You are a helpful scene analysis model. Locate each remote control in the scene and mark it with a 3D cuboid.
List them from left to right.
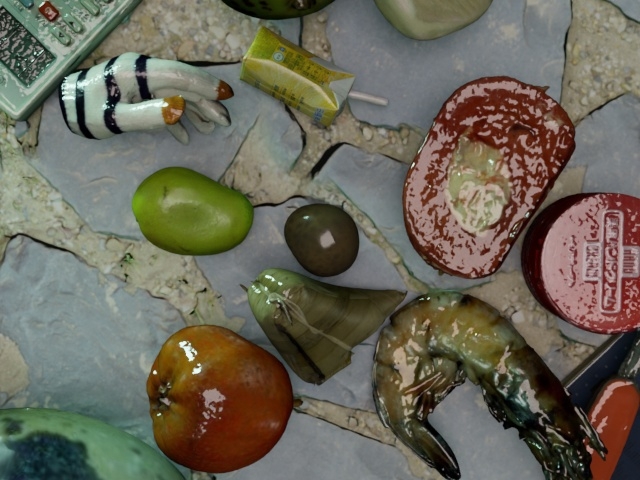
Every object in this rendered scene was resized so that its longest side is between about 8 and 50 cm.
[{"bbox_3d":[-0.346,-0.330,1.181,0.145,0.050,0.344,44,93,-3],"label":"remote control"}]

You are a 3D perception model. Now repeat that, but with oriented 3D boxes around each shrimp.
[{"bbox_3d":[0.219,0.239,1.188,0.233,0.071,0.365,-39,79,8],"label":"shrimp"}]

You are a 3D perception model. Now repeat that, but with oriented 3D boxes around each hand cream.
[{"bbox_3d":[0.376,0.027,1.174,0.193,0.125,0.193,0,95,-1],"label":"hand cream"}]

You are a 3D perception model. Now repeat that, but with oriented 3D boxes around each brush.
[{"bbox_3d":[0.392,0.268,1.205,0.070,0.051,0.323,25,97,5],"label":"brush"}]

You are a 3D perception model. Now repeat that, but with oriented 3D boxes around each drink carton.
[{"bbox_3d":[-0.008,-0.209,1.178,0.200,0.084,0.074,28,70,-1],"label":"drink carton"}]

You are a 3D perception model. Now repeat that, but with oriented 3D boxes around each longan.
[{"bbox_3d":[0.000,0.000,1.187,0.113,0.092,0.113,17,133,20],"label":"longan"}]

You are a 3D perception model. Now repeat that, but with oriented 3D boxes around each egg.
[{"bbox_3d":[-0.351,0.388,1.082,0.428,0.345,0.345,13,94,-9],"label":"egg"}]

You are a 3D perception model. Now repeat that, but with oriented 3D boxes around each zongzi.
[{"bbox_3d":[0.014,0.082,1.166,0.197,0.099,0.194,-37,134,-5],"label":"zongzi"}]

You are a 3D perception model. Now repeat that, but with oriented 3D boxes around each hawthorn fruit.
[{"bbox_3d":[-0.119,0.218,1.171,0.225,0.196,0.197,10,94,-30],"label":"hawthorn fruit"}]

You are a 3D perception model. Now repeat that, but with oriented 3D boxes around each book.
[{"bbox_3d":[0.464,0.278,1.241,0.191,0.025,0.269,-43,93,2],"label":"book"}]

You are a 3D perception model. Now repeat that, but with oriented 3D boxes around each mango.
[{"bbox_3d":[-0.178,-0.034,1.182,0.163,0.089,0.117,25,93,-3],"label":"mango"}]

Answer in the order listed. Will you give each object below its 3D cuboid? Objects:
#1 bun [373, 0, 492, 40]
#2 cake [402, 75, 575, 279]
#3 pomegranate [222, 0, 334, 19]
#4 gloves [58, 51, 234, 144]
[{"bbox_3d":[0.138,-0.377,1.134,0.210,0.116,0.237,13,88,-32],"label":"bun"},{"bbox_3d":[0.214,-0.085,1.157,0.177,0.151,0.283,32,93,10],"label":"cake"},{"bbox_3d":[-0.059,-0.402,1.113,0.211,0.211,0.263,-19,67,1],"label":"pomegranate"},{"bbox_3d":[-0.226,-0.195,1.149,0.218,0.140,0.131,-14,85,8],"label":"gloves"}]
